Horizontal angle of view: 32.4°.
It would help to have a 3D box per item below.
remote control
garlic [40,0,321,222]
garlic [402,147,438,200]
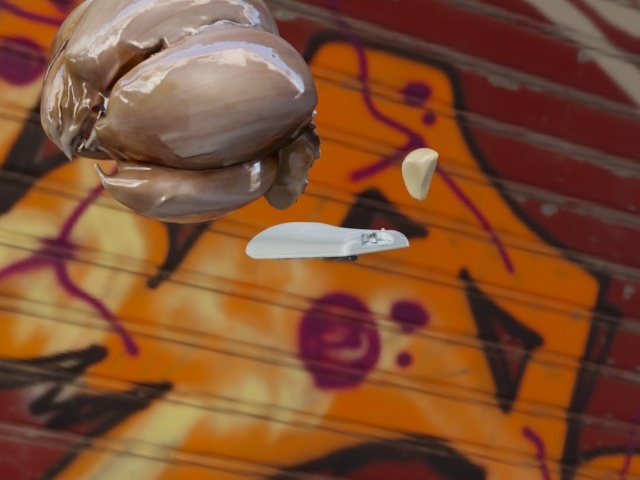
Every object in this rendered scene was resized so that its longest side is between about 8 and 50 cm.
[{"bbox_3d":[0.000,0.001,1.514,0.103,0.051,0.293,-8,5,-30],"label":"remote control"},{"bbox_3d":[-0.100,-0.123,0.780,0.191,0.160,0.214,1,52,-45],"label":"garlic"},{"bbox_3d":[0.141,-0.098,1.555,0.041,0.083,0.053,-15,41,-30],"label":"garlic"}]
